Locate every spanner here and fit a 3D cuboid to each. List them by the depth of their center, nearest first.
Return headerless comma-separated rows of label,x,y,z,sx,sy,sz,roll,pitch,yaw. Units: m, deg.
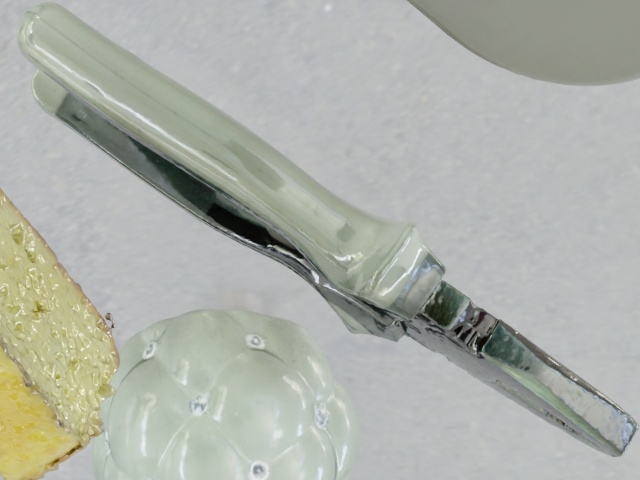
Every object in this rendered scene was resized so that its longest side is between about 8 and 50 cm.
spanner,0.000,0.000,0.692,0.325,0.095,0.040,34,76,7

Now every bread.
bread,-0.158,0.045,0.758,0.065,0.103,0.187,-16,131,12

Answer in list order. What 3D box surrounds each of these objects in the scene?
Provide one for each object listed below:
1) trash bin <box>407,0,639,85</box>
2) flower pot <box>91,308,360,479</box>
trash bin,0.067,-0.196,0.302,0.209,0.182,0.290,-53,144,-40
flower pot,-0.086,0.184,1.385,0.246,0.246,0.195,8,58,-23
